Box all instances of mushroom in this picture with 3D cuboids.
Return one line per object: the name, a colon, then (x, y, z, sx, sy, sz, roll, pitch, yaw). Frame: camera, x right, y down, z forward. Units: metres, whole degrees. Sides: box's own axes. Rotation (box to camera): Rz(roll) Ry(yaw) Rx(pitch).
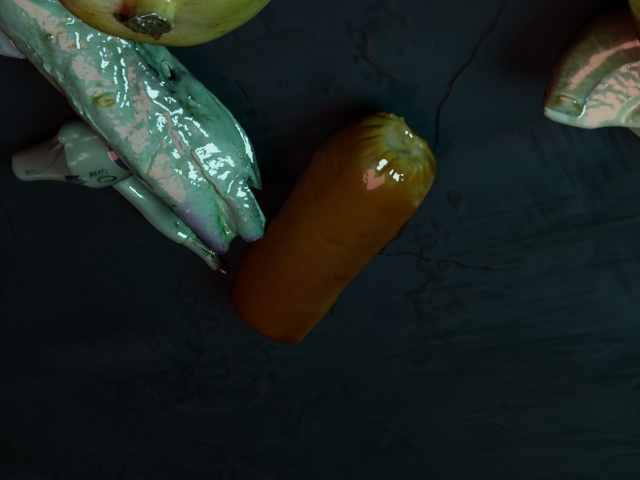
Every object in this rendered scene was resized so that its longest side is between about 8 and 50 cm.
mushroom: (0.251, -0.114, 0.890, 0.209, 0.072, 0.094, 4, 133, 21)

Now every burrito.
burrito: (-0.148, -0.118, 1.088, 0.096, 0.066, 0.309, -40, 105, 5)

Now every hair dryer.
hair dryer: (-0.187, -0.041, 1.228, 0.167, 0.067, 0.199, 8, 148, 35)

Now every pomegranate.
pomegranate: (-0.101, -0.218, 0.902, 0.191, 0.191, 0.191, 15, 135, 16)

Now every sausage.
sausage: (0.000, 0.000, 1.124, 0.089, 0.083, 0.300, 24, 139, -12)

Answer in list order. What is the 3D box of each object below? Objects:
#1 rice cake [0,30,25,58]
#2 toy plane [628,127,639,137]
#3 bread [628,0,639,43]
rice cake: (-0.264, -0.226, 1.095, 0.042, 0.030, 0.180, 14, 135, 24)
toy plane: (0.283, -0.052, 0.941, 0.188, 0.062, 0.135, 44, 170, 13)
bread: (0.326, -0.146, 0.708, 0.250, 0.225, 0.279, 37, 141, -5)
